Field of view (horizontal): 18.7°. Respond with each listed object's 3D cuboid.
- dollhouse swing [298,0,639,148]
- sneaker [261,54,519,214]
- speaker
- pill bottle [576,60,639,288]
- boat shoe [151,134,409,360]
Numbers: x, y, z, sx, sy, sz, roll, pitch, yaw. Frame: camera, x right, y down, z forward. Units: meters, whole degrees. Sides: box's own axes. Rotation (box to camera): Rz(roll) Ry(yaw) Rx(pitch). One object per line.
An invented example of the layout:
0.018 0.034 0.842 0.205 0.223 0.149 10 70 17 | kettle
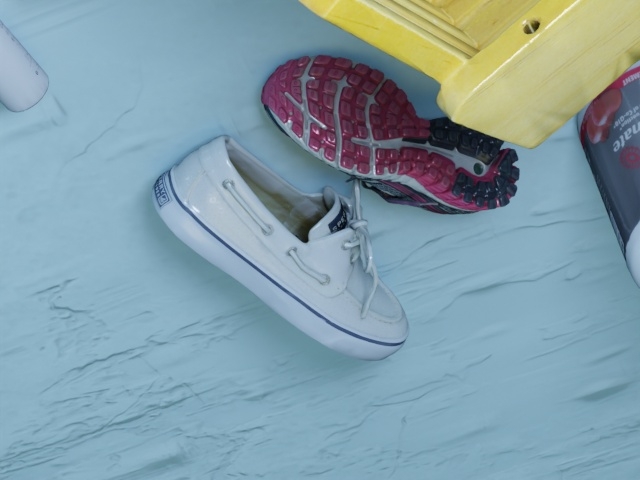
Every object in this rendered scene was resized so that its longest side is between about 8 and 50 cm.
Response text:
0.088 -0.299 1.604 0.315 0.347 0.305 -41 141 3 | dollhouse swing
0.063 -0.095 2.067 0.299 0.121 0.112 26 157 -24 | sneaker
-0.325 -0.189 1.914 0.055 0.055 0.136 -24 136 13 | speaker
0.391 -0.040 2.042 0.176 0.318 0.176 -7 136 -7 | pill bottle
-0.002 -0.006 2.142 0.156 0.136 0.367 -40 121 23 | boat shoe
